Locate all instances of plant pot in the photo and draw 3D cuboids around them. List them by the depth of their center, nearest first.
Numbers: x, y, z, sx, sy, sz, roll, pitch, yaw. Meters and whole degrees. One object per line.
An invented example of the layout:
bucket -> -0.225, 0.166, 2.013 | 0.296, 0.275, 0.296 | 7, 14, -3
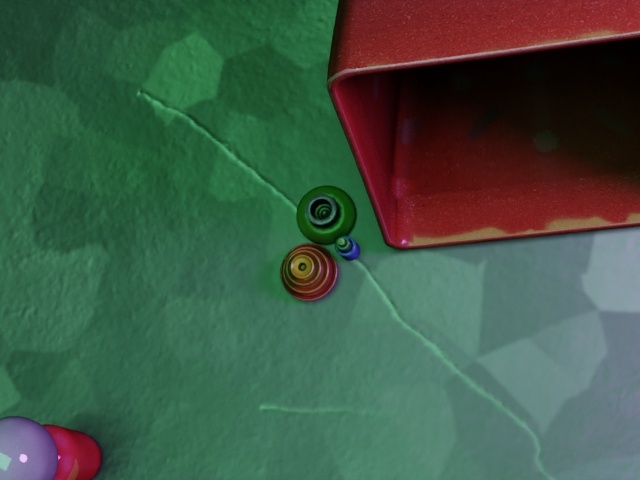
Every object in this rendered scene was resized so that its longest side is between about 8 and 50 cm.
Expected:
plant pot -> 0.157, -0.163, 0.755 | 0.268, 0.267, 0.235 | -5, 65, 10

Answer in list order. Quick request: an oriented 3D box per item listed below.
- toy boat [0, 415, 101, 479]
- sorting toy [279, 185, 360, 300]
toy boat -> -0.195, 0.292, 0.778 | 0.268, 0.148, 0.318 | -15, 77, 8
sorting toy -> 0.000, 0.000, 0.852 | 0.061, 0.042, 0.101 | 11, 81, 13
